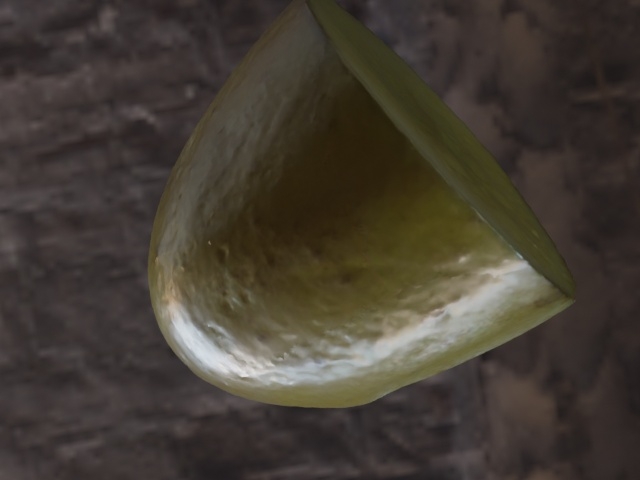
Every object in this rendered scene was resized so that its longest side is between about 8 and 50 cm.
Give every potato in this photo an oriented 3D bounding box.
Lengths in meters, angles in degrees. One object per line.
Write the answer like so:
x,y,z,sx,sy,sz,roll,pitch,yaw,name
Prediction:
0.000,0.000,0.862,0.158,0.178,0.203,-39,-143,13,potato
